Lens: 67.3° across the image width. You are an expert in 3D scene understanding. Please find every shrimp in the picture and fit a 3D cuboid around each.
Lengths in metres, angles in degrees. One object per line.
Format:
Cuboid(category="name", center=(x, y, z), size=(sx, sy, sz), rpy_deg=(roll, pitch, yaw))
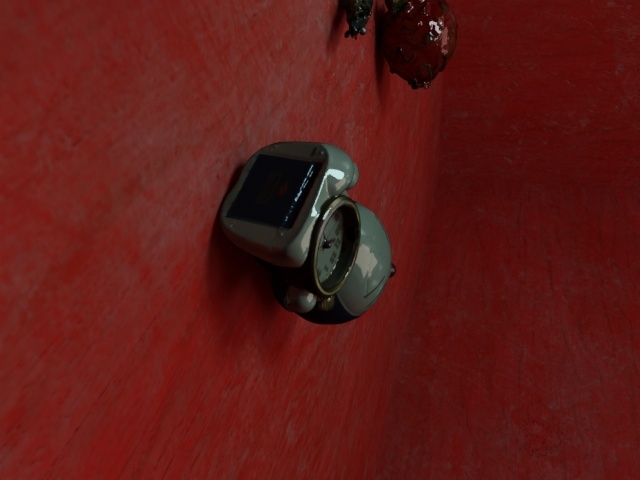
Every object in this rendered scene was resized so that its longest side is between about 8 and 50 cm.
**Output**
Cuboid(category="shrimp", center=(0.057, -0.404, 0.717), size=(0.150, 0.051, 0.217), rpy_deg=(88, 6, -60))

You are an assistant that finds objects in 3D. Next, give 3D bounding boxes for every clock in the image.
Cuboid(category="clock", center=(0.000, 0.000, 0.547), size=(0.243, 0.146, 0.200), rpy_deg=(56, 48, -58))

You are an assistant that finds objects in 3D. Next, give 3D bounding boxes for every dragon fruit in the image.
Cuboid(category="dragon fruit", center=(0.206, -0.436, 1.025), size=(0.172, 0.172, 0.210), rpy_deg=(-68, 148, -41))
